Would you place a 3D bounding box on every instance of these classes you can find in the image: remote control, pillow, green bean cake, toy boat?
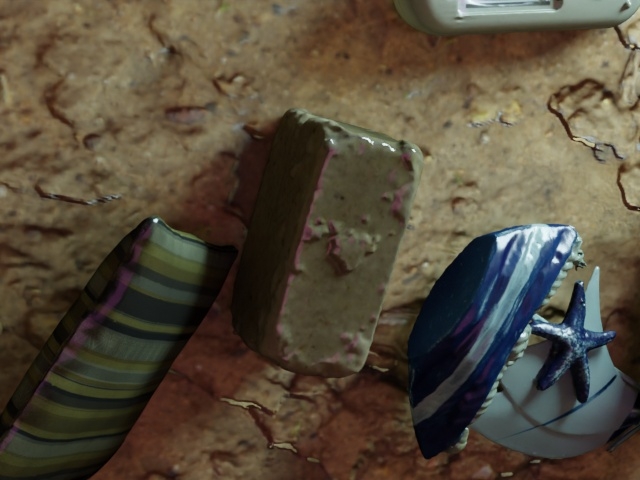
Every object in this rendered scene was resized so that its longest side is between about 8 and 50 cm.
[{"bbox_3d":[0.159,-0.198,0.817,0.222,0.042,0.078,-6,109,-21],"label":"remote control"},{"bbox_3d":[-0.140,0.081,0.712,0.052,0.208,0.212,35,90,12],"label":"pillow"},{"bbox_3d":[0.000,0.000,0.778,0.085,0.109,0.179,13,101,-24],"label":"green bean cake"},{"bbox_3d":[0.199,0.090,0.907,0.292,0.070,0.210,7,104,-29],"label":"toy boat"}]

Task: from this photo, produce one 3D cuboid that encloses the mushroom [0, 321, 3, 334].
[{"bbox_3d":[-0.296,0.108,0.675,0.215,0.207,0.207,-52,121,-39],"label":"mushroom"}]
